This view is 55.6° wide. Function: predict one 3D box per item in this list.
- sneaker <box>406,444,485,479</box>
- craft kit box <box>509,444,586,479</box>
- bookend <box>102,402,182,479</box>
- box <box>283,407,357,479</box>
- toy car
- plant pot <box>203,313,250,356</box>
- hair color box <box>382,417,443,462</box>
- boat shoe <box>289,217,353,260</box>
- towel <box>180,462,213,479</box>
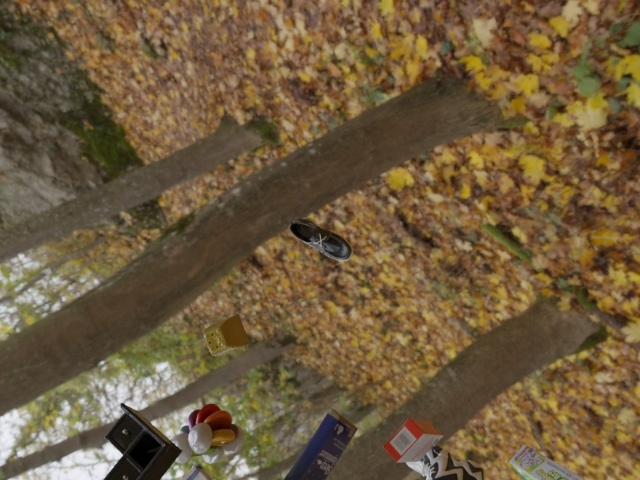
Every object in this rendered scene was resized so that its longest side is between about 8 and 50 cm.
[{"bbox_3d":[0.300,0.630,1.607,0.235,0.153,0.094,13,111,37],"label":"sneaker"},{"bbox_3d":[0.502,0.520,1.120,0.247,0.061,0.250,50,167,-20],"label":"craft kit box"},{"bbox_3d":[-0.407,0.458,1.283,0.157,0.156,0.072,30,162,28],"label":"bookend"},{"bbox_3d":[-0.006,0.501,1.382,0.036,0.225,0.136,28,165,33],"label":"box"},{"bbox_3d":[-0.304,0.506,1.603,0.159,0.182,0.136,22,-138,-47],"label":"toy car"},{"bbox_3d":[-0.233,0.233,1.453,0.081,0.081,0.083,67,-163,6],"label":"plant pot"},{"bbox_3d":[0.222,0.475,1.440,0.053,0.093,0.167,44,-175,33],"label":"hair color box"},{"bbox_3d":[0.000,0.000,1.957,0.233,0.084,0.079,31,-165,26],"label":"boat shoe"},{"bbox_3d":[-0.352,0.842,1.809,0.285,0.209,0.034,39,167,22],"label":"towel"}]
